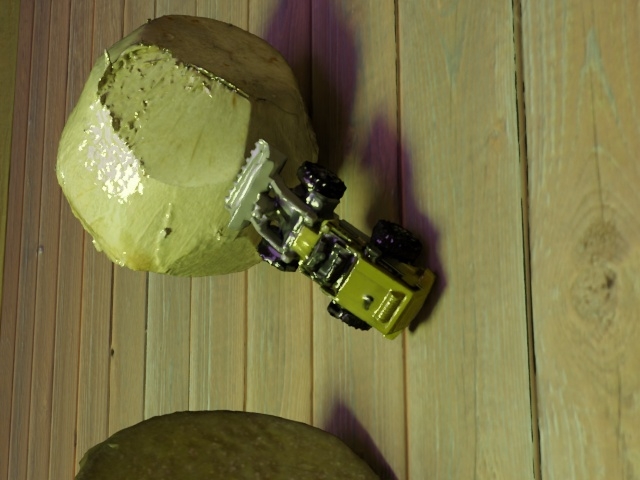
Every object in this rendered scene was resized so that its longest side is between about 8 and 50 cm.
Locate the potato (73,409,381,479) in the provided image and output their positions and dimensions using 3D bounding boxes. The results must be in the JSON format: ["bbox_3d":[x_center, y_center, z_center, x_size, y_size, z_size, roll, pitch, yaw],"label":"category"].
[{"bbox_3d":[-0.105,0.441,1.122,0.442,0.385,0.320,-117,30,-60],"label":"potato"}]

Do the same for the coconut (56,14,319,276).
[{"bbox_3d":[-0.189,-0.110,1.416,0.360,0.346,0.346,-64,34,32],"label":"coconut"}]

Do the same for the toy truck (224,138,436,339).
[{"bbox_3d":[0.000,0.000,1.183,0.285,0.111,0.136,36,111,13],"label":"toy truck"}]
